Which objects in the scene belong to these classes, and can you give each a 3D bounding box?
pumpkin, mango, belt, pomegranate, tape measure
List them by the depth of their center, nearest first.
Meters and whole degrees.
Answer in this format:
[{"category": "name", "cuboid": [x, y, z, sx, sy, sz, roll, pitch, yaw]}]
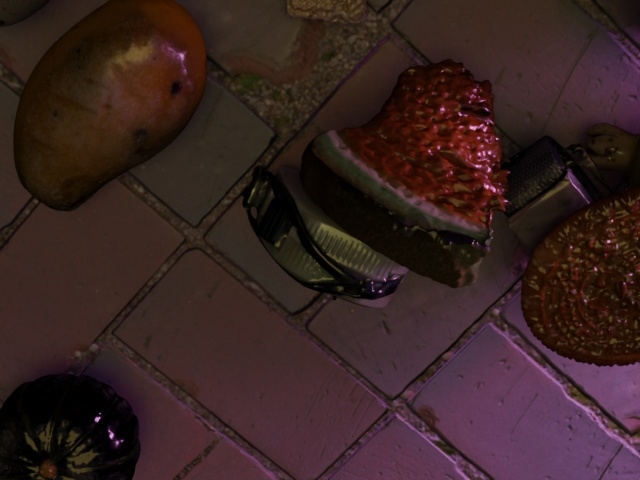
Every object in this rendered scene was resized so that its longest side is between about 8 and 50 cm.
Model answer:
[{"category": "mango", "cuboid": [-0.281, -0.178, 1.102, 0.330, 0.176, 0.176, -32, 81, 27]}, {"category": "pomegranate", "cuboid": [0.458, -0.088, 1.114, 0.211, 0.179, 0.179, -14, 106, 29]}, {"category": "tape measure", "cuboid": [0.000, 0.000, 1.120, 0.235, 0.207, 0.115, 25, 109, -9]}, {"category": "belt", "cuboid": [0.335, -0.031, 1.125, 0.126, 0.139, 0.230, -34, 110, 25]}, {"category": "pumpkin", "cuboid": [-0.370, 0.298, 1.228, 0.221, 0.162, 0.220, 0, 101, -1]}]

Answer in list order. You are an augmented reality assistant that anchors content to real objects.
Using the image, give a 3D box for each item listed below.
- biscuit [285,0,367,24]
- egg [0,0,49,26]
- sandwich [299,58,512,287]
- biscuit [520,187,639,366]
[{"category": "biscuit", "cuboid": [0.018, -0.399, 1.081, 0.108, 0.062, 0.238, 6, 107, -3]}, {"category": "egg", "cuboid": [-0.384, -0.367, 1.035, 0.177, 0.177, 0.228, 24, 114, -6]}, {"category": "sandwich", "cuboid": [0.129, -0.094, 1.081, 0.251, 0.162, 0.301, 28, 60, 10]}, {"category": "biscuit", "cuboid": [0.404, 0.056, 1.080, 0.306, 0.038, 0.305, -1, 129, -2]}]
